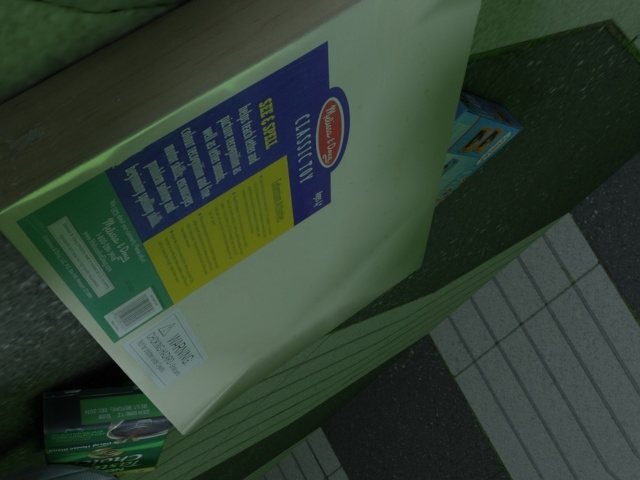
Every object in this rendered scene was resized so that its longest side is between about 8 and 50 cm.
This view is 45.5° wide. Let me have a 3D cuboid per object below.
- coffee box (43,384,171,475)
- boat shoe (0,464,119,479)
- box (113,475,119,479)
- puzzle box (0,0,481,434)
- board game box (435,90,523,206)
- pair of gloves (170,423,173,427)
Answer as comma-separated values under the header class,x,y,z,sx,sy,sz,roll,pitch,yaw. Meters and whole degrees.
class,x,y,z,sx,sy,sz,roll,pitch,yaw
coffee box,-0.207,0.189,0.737,0.113,0.040,0.184,-1,151,-20
boat shoe,-0.292,0.263,0.690,0.226,0.083,0.075,-1,129,-25
box,-0.400,0.435,1.111,0.190,0.045,0.184,-47,165,29
puzzle box,-0.030,-0.010,0.519,0.272,0.052,0.409,-33,157,-14
board game box,0.107,-0.075,0.755,0.160,0.039,0.211,-44,163,22
pair of gloves,-0.159,0.202,0.925,0.159,0.023,0.198,-27,177,-25
